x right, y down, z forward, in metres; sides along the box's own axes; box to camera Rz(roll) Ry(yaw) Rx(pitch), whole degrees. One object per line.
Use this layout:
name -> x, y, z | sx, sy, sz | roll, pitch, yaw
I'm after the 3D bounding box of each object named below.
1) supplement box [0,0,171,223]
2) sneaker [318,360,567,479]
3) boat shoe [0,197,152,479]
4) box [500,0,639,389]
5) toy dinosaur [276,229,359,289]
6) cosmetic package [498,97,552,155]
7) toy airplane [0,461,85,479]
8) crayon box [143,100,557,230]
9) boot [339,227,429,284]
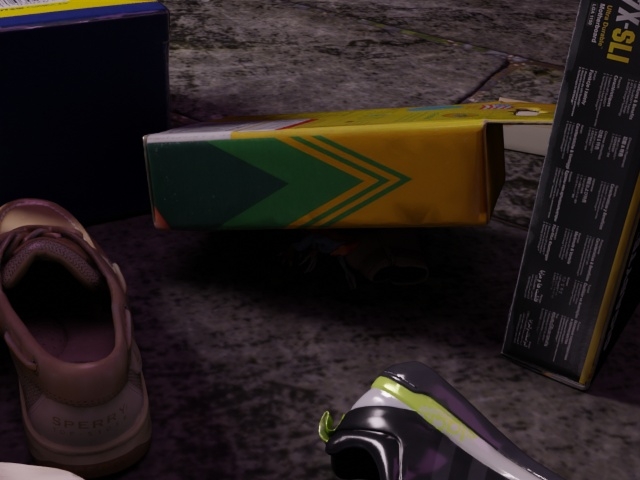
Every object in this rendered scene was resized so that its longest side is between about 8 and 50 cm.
supplement box -> -0.300, -0.178, 0.890 | 0.195, 0.194, 0.356 | -14, 36, -27
sneaker -> 0.086, 0.166, 0.506 | 0.097, 0.084, 0.235 | -37, 44, -15
boat shoe -> -0.191, 0.035, 0.644 | 0.109, 0.098, 0.302 | -9, 34, -21
box -> 0.246, -0.085, 0.677 | 0.079, 0.322, 0.257 | 21, 35, 24
toy dinosaur -> 0.000, 0.000, 0.748 | 0.047, 0.082, 0.090 | 0, 71, -42
cosmetic package -> 0.254, -0.127, 1.016 | 0.115, 0.041, 0.060 | 12, 33, 13
toy airplane -> -0.341, 0.096, 0.344 | 0.384, 0.272, 0.386 | 27, 34, 37
crayon box -> 0.041, -0.067, 0.751 | 0.319, 0.081, 0.202 | -1, 12, 16
boot -> 0.073, 0.004, 0.789 | 0.118, 0.042, 0.087 | -10, 40, -20
